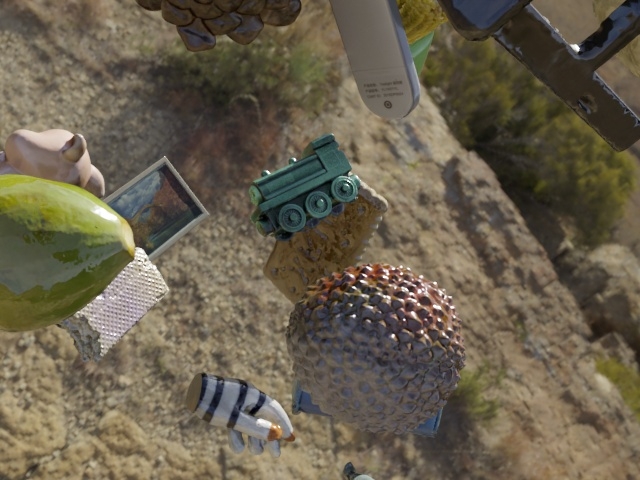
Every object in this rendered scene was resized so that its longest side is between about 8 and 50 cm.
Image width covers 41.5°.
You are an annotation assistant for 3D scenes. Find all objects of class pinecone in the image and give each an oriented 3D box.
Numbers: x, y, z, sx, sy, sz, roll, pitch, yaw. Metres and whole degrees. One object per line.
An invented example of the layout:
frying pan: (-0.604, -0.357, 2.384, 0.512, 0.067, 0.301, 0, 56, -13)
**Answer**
pinecone: (-0.116, -0.333, 0.904, 0.202, 0.229, 0.201, -18, 42, -29)

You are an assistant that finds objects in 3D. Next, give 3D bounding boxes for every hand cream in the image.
hand cream: (0.131, -0.268, 1.348, 0.095, 0.175, 0.046, -37, 76, -15)

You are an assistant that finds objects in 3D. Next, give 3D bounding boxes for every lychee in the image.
lychee: (0.059, 0.103, 0.805, 0.197, 0.165, 0.165, 21, 44, -42)

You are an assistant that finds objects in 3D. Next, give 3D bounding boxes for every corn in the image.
corn: (0.105, -0.281, 1.021, 0.081, 0.248, 0.081, 0, 91, -12)

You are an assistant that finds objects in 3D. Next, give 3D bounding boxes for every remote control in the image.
remote control: (0.053, -0.246, 0.945, 0.022, 0.077, 0.245, -49, 129, -39)

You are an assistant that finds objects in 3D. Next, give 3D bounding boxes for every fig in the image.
fig: (-0.372, 0.008, 1.106, 0.230, 0.207, 0.207, -26, 75, -28)

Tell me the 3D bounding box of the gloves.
gloves: (-0.147, 0.334, 1.646, 0.218, 0.140, 0.131, 20, 56, -20)

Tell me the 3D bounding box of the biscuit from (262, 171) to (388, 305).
biscuit: (0.000, 0.000, 1.783, 0.217, 0.325, 0.044, 39, 27, 26)

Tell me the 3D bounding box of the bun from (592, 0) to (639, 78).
bun: (0.352, -0.224, 0.837, 0.193, 0.128, 0.178, 40, 59, 23)

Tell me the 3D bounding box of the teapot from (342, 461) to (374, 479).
teapot: (0.085, 0.387, 1.027, 0.162, 0.149, 0.239, -24, 85, -12)

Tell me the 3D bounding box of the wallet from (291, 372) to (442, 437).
wallet: (0.068, 0.180, 1.131, 0.202, 0.141, 0.059, 11, 7, -4)

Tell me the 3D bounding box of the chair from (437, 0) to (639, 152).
chair: (0.102, -0.240, 0.435, 0.416, 0.203, 0.241, 17, 38, -54)

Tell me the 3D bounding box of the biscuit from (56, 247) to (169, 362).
biscuit: (-0.371, 0.112, 1.509, 0.108, 0.061, 0.239, 59, 35, -14)

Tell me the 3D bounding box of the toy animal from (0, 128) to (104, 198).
toy animal: (-0.482, -0.082, 1.356, 0.248, 0.165, 0.149, -40, 82, -14)

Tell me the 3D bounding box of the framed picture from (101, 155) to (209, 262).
framed picture: (-0.398, -0.065, 1.994, 0.250, 0.016, 0.184, -42, 101, -38)

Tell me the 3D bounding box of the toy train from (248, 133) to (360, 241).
toy train: (-0.026, -0.070, 1.188, 0.170, 0.071, 0.111, -28, 82, -24)
